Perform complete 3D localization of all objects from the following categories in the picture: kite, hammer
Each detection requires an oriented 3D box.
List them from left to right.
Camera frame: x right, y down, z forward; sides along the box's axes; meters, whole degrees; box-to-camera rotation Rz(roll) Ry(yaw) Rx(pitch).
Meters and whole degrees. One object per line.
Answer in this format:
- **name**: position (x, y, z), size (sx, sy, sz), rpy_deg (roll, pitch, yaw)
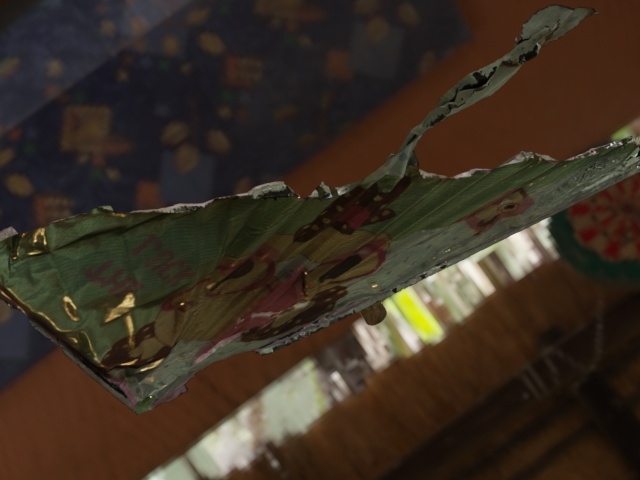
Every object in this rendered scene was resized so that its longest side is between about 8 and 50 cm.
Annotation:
- **kite**: position (0.000, 0.000, 0.540), size (0.323, 0.013, 0.268), rpy_deg (-10, 157, -41)
- **hammer**: position (0.027, 0.030, 0.992), size (0.062, 0.017, 0.182), rpy_deg (-25, 164, 3)
